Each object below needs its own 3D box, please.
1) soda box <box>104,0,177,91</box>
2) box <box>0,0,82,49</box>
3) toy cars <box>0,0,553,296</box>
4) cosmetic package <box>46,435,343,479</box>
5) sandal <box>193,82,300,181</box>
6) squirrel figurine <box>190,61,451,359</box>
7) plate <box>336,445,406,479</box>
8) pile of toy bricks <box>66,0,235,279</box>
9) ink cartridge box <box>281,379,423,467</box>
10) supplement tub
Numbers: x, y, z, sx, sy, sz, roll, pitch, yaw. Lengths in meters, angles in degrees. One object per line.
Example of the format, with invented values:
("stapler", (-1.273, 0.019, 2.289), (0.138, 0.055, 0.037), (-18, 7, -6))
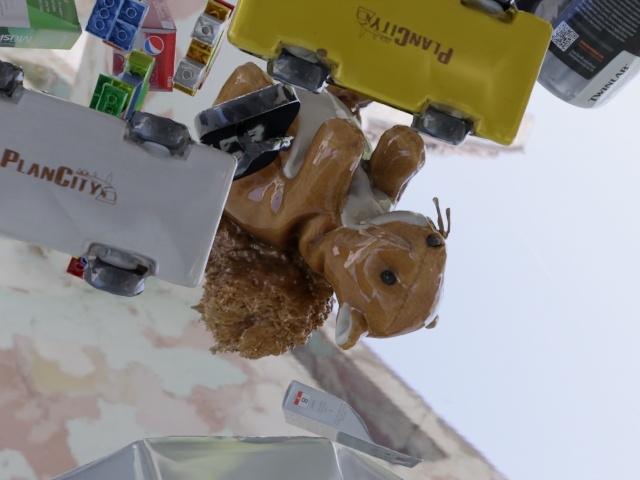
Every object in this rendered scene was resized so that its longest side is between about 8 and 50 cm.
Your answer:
("soda box", (-0.257, -0.296, 1.375), (0.083, 0.092, 0.263), (0, -149, -15))
("box", (-0.495, -0.371, 1.301), (0.322, 0.058, 0.232), (-4, -107, -31))
("toy cars", (-0.057, -0.082, 0.575), (0.393, 0.176, 0.087), (-24, -166, -11))
("cosmetic package", (-0.147, 0.425, 0.949), (0.327, 0.329, 0.394), (16, -128, -58))
("sandal", (-0.062, -0.089, 0.930), (0.097, 0.054, 0.254), (-22, 173, -6))
("squirrel figurine", (0.000, 0.000, 1.326), (0.281, 0.397, 0.370), (-8, -123, -51))
("plate", (0.078, 0.460, 1.357), (0.277, 0.278, 0.045), (27, 159, 16))
("pile of toy bricks", (-0.142, -0.085, 0.690), (0.118, 0.212, 0.105), (25, -163, -6))
("ink cartridge box", (0.042, 0.231, 1.226), (0.179, 0.045, 0.145), (17, 164, 5))
("supplement tub", (0.411, -0.354, 1.295), (0.207, 0.338, 0.207), (25, -141, -22))
